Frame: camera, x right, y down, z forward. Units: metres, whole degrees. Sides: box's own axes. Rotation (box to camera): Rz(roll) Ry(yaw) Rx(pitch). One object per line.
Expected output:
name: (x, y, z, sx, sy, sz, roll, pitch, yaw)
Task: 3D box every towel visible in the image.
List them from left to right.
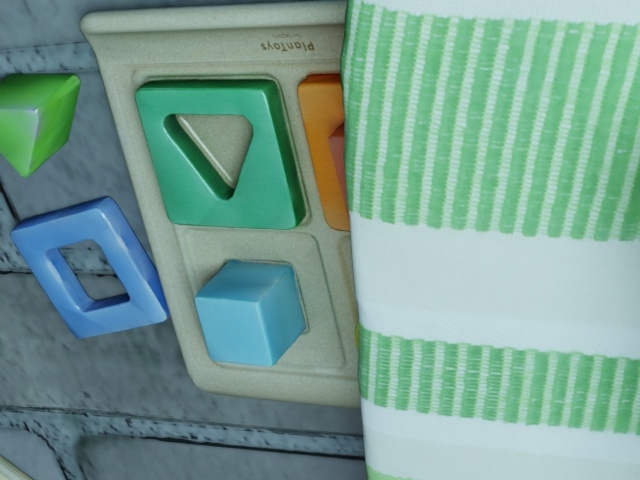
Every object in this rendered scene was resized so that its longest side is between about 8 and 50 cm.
towel: (0.132, 0.023, 0.501, 0.248, 0.038, 0.325, 4, 127, 13)

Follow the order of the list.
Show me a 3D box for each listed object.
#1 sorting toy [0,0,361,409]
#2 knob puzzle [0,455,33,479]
sorting toy: (0.000, 0.000, 0.584, 0.348, 0.047, 0.196, 2, 124, 29)
knob puzzle: (-0.172, 0.205, 0.853, 0.213, 0.030, 0.213, 16, 129, 20)
